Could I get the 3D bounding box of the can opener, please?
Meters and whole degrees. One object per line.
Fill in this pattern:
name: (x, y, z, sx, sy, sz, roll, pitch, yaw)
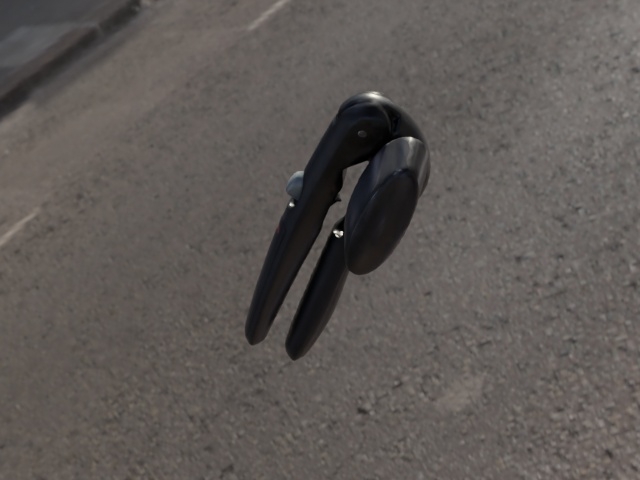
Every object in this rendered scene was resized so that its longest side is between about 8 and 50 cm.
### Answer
can opener: (0.000, 0.000, 0.503, 0.186, 0.059, 0.073, -56, 4, 45)
